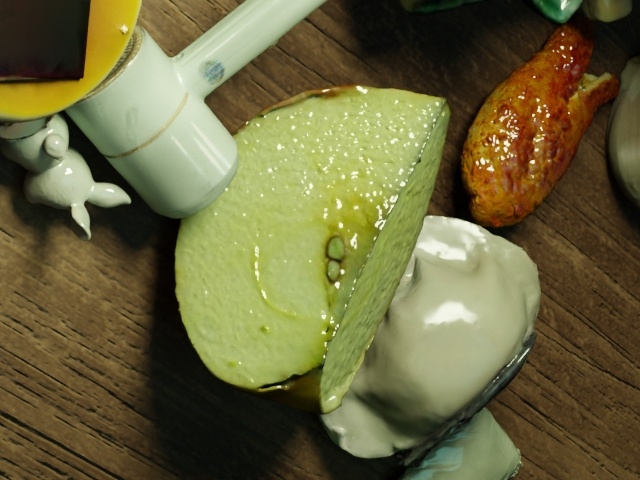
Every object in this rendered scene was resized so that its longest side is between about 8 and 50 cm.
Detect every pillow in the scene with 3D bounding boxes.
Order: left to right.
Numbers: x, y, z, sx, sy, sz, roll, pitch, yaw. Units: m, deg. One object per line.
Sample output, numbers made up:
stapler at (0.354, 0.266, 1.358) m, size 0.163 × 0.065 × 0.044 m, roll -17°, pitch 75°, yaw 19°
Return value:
pillow at (0.137, 0.294, 2.166) m, size 0.229 × 0.051 × 0.128 m, roll -46°, pitch 127°, yaw -16°

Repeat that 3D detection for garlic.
garlic at (0.455, -0.138, 2.215) m, size 0.292 × 0.210 × 0.237 m, roll 63°, pitch 34°, yaw -25°

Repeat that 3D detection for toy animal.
toy animal at (-0.246, -0.069, 1.787) m, size 0.071 × 0.085 × 0.124 m, roll -49°, pitch 132°, yaw -33°

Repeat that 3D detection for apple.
apple at (0.000, 0.000, 1.904) m, size 0.254 × 0.179 × 0.346 m, roll 30°, pitch 80°, yaw -35°

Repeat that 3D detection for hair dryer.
hair dryer at (-0.062, -0.186, 1.796) m, size 0.357 × 0.107 × 0.173 m, roll -38°, pitch 123°, yaw 4°

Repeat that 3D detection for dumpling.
dumpling at (0.114, 0.107, 2.031) m, size 0.293 × 0.163 × 0.204 m, roll -41°, pitch 128°, yaw -3°

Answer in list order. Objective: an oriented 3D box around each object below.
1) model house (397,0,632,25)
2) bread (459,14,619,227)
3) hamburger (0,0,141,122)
model house at (0.276, -0.379, 1.852) m, size 0.445 × 0.395 × 0.399 m, roll -14°, pitch 114°, yaw -25°
bread at (0.244, -0.128, 2.084) m, size 0.269 × 0.095 × 0.139 m, roll -46°, pitch 132°, yaw -18°
hamburger at (-0.290, -0.232, 1.627) m, size 0.294 × 0.179 × 0.276 m, roll -8°, pitch 106°, yaw -47°
